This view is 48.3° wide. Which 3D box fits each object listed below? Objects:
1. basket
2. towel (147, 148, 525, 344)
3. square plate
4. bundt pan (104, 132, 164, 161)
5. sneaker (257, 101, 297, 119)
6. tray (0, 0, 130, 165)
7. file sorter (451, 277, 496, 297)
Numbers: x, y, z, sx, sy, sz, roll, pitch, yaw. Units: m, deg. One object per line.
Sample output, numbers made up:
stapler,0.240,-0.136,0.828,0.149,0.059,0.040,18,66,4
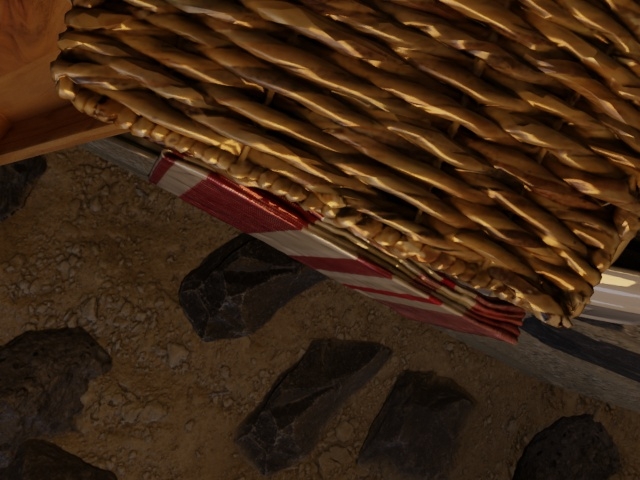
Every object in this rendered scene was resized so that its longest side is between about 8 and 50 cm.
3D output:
basket,0.039,-0.121,0.424,0.299,0.214,0.223,24,-170,-4
towel,0.000,0.000,0.661,0.329,0.037,0.237,28,171,-15
square plate,0.328,0.067,0.999,0.347,0.049,0.344,11,174,15
bundt pan,-0.187,-0.159,0.948,0.330,0.124,0.331,25,-178,-1
sneaker,-0.036,-0.137,0.611,0.302,0.121,0.108,5,174,43
tray,-0.289,-0.178,0.658,0.411,0.076,0.203,-3,142,44
file sorter,0.073,-0.063,0.763,0.277,0.173,0.192,31,168,-39
